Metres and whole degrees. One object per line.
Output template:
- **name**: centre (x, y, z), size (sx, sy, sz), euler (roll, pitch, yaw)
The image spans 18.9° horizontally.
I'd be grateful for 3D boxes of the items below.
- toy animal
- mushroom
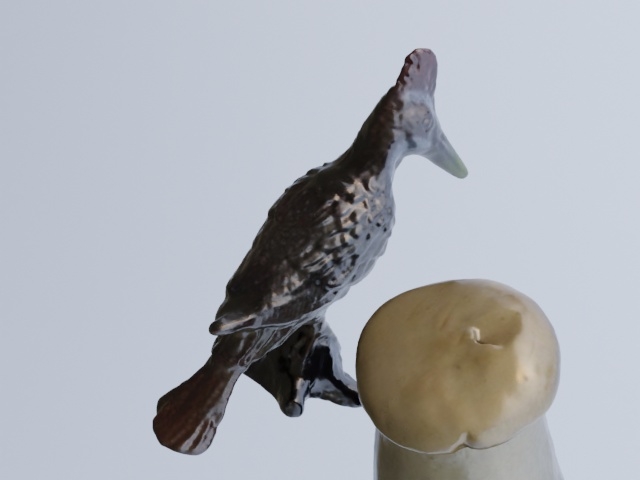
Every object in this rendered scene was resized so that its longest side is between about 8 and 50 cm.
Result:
- **toy animal**: centre (0.002, 0.005, 0.852), size (0.070, 0.105, 0.202), euler (37, -77, 26)
- **mushroom**: centre (0.069, 0.123, 0.840), size (0.108, 0.096, 0.247), euler (-106, -179, -53)
